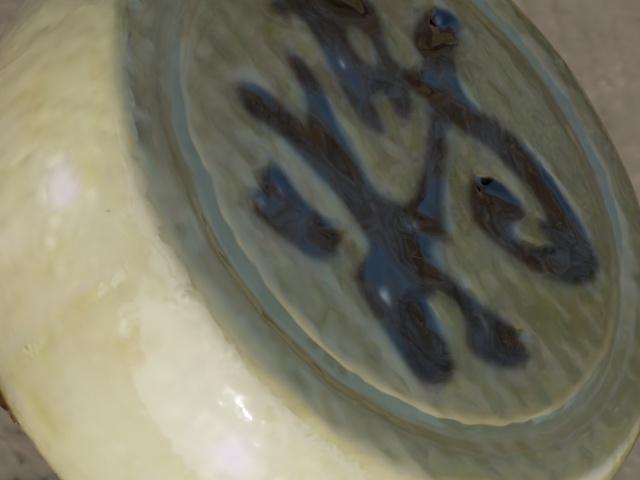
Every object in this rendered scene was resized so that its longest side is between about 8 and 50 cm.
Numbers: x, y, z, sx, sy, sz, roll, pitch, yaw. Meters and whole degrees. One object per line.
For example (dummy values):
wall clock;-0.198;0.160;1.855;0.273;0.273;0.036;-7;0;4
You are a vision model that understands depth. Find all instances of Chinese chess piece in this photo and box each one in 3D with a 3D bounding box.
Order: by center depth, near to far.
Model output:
Chinese chess piece;0.000;0.000;0.672;0.257;0.104;0.257;23;50;-31
